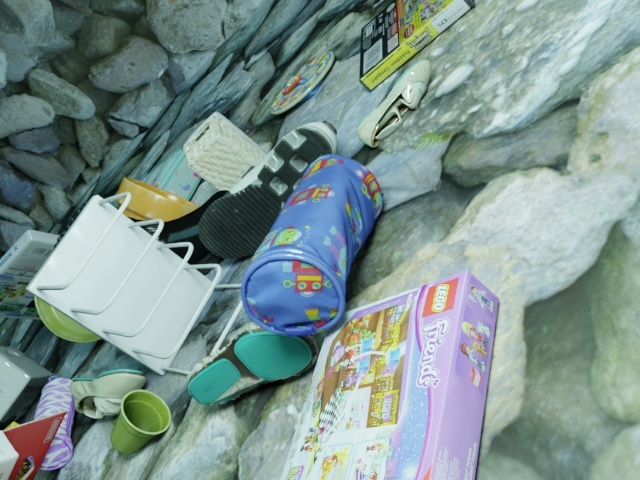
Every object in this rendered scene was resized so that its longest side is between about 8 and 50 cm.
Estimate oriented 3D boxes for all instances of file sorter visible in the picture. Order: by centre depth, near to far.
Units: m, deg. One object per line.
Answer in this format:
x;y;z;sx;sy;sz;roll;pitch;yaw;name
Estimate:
-0.285;0.077;1.088;0.173;0.277;0.193;-5;51;51;file sorter

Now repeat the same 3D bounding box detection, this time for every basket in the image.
-0.192;-0.168;1.400;0.113;0.167;0.103;-43;32;15;basket

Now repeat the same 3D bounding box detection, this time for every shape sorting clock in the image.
-0.046;-0.380;1.590;0.206;0.040;0.206;-37;28;24;shape sorting clock

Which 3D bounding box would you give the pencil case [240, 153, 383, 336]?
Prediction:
0.000;0.000;0.842;0.119;0.133;0.306;-8;26;19;pencil case

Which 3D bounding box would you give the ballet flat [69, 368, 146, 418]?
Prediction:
-0.394;0.287;1.221;0.248;0.086;0.086;-20;38;49;ballet flat

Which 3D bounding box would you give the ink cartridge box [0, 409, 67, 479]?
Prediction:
-0.570;0.437;1.107;0.066;0.261;0.296;42;114;25;ink cartridge box

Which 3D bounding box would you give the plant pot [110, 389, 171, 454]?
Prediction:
-0.291;0.292;1.039;0.079;0.083;0.083;-52;23;24;plant pot

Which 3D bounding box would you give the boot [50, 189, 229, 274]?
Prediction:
-0.333;-0.023;1.309;0.348;0.260;0.131;-46;26;10;boot

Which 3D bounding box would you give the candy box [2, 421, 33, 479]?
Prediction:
-0.636;0.446;1.346;0.206;0.105;0.027;-39;27;23;candy box

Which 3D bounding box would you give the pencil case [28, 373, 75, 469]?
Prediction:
-0.520;0.358;1.313;0.088;0.086;0.206;-20;29;-3;pencil case

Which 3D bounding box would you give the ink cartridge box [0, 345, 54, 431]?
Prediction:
-0.786;0.409;1.534;0.307;0.129;0.223;-56;2;-13;ink cartridge box

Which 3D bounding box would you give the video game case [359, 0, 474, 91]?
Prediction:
0.180;-0.440;1.312;0.248;0.035;0.275;-36;28;28;video game case

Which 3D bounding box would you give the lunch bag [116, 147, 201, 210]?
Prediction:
-0.445;-0.125;1.810;0.279;0.108;0.224;-23;37;45;lunch bag

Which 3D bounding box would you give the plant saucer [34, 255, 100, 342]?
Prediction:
-0.542;0.117;1.546;0.241;0.241;0.037;-53;-7;-7;plant saucer

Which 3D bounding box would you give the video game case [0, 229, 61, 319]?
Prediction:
-0.675;0.101;1.674;0.300;0.329;0.036;-41;63;19;video game case

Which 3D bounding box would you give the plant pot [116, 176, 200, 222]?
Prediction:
-0.375;-0.016;1.475;0.188;0.205;0.205;-67;26;2;plant pot

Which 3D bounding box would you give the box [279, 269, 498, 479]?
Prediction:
0.057;0.182;0.634;0.201;0.057;0.293;-25;34;44;box

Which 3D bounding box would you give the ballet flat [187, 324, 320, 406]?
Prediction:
-0.089;0.153;0.892;0.241;0.091;0.077;-27;11;34;ballet flat

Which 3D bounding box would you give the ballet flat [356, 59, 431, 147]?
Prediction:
0.131;-0.219;1.088;0.168;0.057;0.052;-47;53;15;ballet flat

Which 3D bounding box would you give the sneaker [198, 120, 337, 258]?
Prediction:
-0.084;-0.091;1.198;0.330;0.122;0.146;-39;10;25;sneaker
